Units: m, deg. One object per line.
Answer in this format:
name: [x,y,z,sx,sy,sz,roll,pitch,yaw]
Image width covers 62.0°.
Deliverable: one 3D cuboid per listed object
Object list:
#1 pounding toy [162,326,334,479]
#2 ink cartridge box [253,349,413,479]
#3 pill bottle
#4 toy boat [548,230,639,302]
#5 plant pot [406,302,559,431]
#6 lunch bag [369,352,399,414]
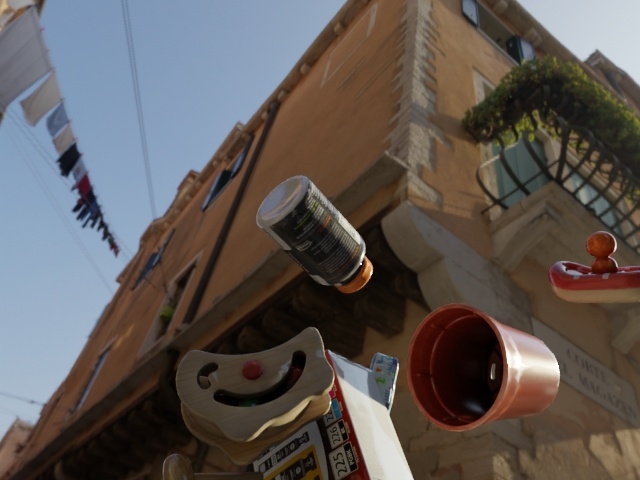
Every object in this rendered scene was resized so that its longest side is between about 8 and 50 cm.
pounding toy: [-0.111,0.237,0.754,0.154,0.270,0.154,44,-35,35]
ink cartridge box: [-0.007,0.382,0.824,0.272,0.309,0.130,-41,-49,19]
pill bottle: [0.000,0.000,1.039,0.130,0.130,0.245,-24,-55,32]
toy boat: [0.617,0.055,1.165,0.151,0.151,0.231,-7,-1,-41]
plant pot: [0.390,0.299,1.229,0.265,0.272,0.272,15,-39,-35]
lunch bag: [0.180,0.474,1.650,0.090,0.219,0.176,13,-42,6]
